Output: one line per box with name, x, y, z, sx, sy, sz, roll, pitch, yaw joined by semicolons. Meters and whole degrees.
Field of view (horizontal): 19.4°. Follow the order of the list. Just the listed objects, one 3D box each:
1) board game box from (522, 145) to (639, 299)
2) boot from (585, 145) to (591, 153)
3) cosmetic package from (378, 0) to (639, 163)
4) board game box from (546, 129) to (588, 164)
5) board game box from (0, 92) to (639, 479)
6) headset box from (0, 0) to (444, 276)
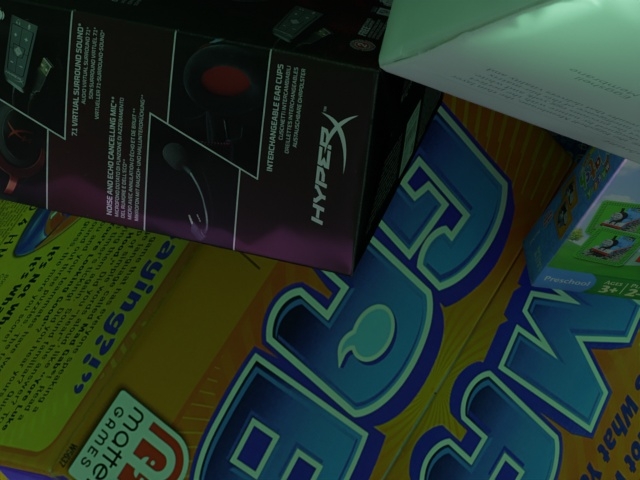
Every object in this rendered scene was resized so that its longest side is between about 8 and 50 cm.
board game box;0.228;-0.036;1.045;0.160;0.039;0.211;8;143;-16
boot;0.273;-0.053;1.133;0.197;0.073;0.152;6;168;-10
cosmetic package;0.179;-0.111;0.744;0.224;0.138;0.225;18;168;-21
board game box;0.283;-0.003;1.381;0.318;0.066;0.318;13;170;4
board game box;-0.031;0.091;1.226;0.356;0.356;0.356;43;157;-25
headset box;-0.093;-0.104;0.935;0.293;0.110;0.218;12;-151;11
